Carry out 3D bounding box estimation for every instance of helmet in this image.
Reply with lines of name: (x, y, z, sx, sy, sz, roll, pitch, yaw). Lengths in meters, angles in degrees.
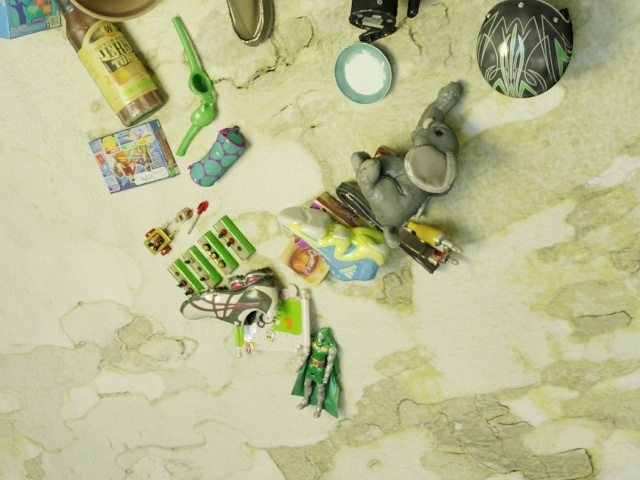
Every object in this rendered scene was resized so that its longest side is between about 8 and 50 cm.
helmet: (0.333, -0.318, 1.314, 0.169, 0.161, 0.169, 12, 118, 23)

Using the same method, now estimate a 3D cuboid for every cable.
cable: (0.160, -0.030, 1.618, 0.287, 0.072, 0.139, 38, 168, 26)

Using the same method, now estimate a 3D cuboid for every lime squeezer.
lime squeezer: (-0.268, -0.314, 1.714, 0.110, 0.059, 0.310, 37, 133, 46)

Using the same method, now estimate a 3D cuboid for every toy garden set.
toy garden set: (-0.299, 0.016, 1.881, 0.204, 0.049, 0.244, 50, 126, -2)

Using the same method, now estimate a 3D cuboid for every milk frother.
milk frother: (0.099, -0.436, 1.428, 0.143, 0.129, 0.134, -10, 72, 60)

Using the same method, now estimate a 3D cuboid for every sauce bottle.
sauce bottle: (-0.472, -0.414, 1.725, 0.111, 0.111, 0.344, -28, 100, 35)

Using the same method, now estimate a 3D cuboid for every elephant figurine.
elephant figurine: (0.189, -0.141, 1.469, 0.239, 0.169, 0.186, -24, 125, 11)

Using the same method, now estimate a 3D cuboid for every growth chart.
growth chart: (-0.117, 0.188, 1.864, 0.237, 0.021, 0.172, -7, 94, 34)

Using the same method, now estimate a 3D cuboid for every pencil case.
pencil case: (-0.224, -0.180, 1.736, 0.070, 0.064, 0.152, 38, 126, -13)

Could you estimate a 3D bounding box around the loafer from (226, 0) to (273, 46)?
loafer: (-0.156, -0.494, 1.533, 0.094, 0.087, 0.251, 3, 115, 27)

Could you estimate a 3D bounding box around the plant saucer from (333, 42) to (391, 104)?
plant saucer: (0.083, -0.320, 1.532, 0.119, 0.021, 0.119, 12, 119, 22)

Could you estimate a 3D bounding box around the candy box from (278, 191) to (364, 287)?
candy box: (0.000, 0.000, 1.713, 0.109, 0.053, 0.186, 38, 126, 6)

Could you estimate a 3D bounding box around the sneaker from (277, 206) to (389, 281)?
sneaker: (0.017, 0.019, 1.627, 0.240, 0.091, 0.126, 20, 122, 16)

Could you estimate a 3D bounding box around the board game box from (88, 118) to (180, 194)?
board game box: (-0.434, -0.191, 1.860, 0.201, 0.035, 0.136, -10, 108, 31)

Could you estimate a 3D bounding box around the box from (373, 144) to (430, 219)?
box: (0.157, -0.115, 1.589, 0.137, 0.027, 0.094, 32, 125, 11)

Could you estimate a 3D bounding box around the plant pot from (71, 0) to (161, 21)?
plant pot: (-0.415, -0.569, 1.592, 0.109, 0.237, 0.237, -124, 40, -48)

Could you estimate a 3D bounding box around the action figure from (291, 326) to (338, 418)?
action figure: (-0.007, 0.300, 1.861, 0.137, 0.063, 0.232, 19, 117, 23)

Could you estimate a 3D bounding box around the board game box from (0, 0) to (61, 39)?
board game box: (-0.637, -0.552, 1.716, 0.047, 0.160, 0.210, 15, 119, 22)

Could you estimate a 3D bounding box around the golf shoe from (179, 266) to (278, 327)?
golf shoe: (-0.215, 0.154, 1.850, 0.273, 0.105, 0.120, -23, 83, 33)
